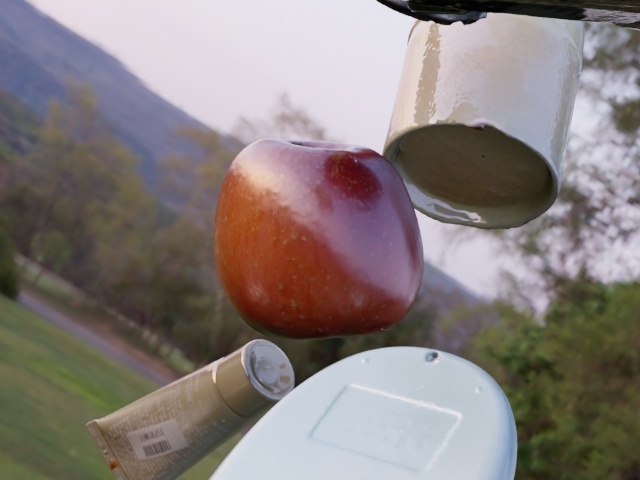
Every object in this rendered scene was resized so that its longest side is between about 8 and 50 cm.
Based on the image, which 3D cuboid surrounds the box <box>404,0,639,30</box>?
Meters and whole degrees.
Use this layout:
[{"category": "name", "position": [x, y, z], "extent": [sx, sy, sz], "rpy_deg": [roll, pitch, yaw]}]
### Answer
[{"category": "box", "position": [0.186, -0.214, 1.108], "extent": [0.289, 0.073, 0.290], "rpy_deg": [4, 6, -2]}]

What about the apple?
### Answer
[{"category": "apple", "position": [0.000, 0.000, 1.186], "extent": [0.181, 0.168, 0.181], "rpy_deg": [4, 6, 0]}]

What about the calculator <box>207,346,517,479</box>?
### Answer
[{"category": "calculator", "position": [0.006, 0.171, 0.819], "extent": [0.184, 0.295, 0.042], "rpy_deg": [12, -43, 32]}]

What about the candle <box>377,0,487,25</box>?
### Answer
[{"category": "candle", "position": [0.157, -0.401, 1.508], "extent": [0.187, 0.330, 0.187], "rpy_deg": [16, 32, -10]}]

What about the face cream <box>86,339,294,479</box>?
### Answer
[{"category": "face cream", "position": [-0.171, 0.230, 1.766], "extent": [0.084, 0.341, 0.137], "rpy_deg": [-26, 83, -52]}]

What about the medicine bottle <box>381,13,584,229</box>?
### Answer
[{"category": "medicine bottle", "position": [0.232, -0.243, 1.871], "extent": [0.236, 0.406, 0.235], "rpy_deg": [11, -31, 7]}]
